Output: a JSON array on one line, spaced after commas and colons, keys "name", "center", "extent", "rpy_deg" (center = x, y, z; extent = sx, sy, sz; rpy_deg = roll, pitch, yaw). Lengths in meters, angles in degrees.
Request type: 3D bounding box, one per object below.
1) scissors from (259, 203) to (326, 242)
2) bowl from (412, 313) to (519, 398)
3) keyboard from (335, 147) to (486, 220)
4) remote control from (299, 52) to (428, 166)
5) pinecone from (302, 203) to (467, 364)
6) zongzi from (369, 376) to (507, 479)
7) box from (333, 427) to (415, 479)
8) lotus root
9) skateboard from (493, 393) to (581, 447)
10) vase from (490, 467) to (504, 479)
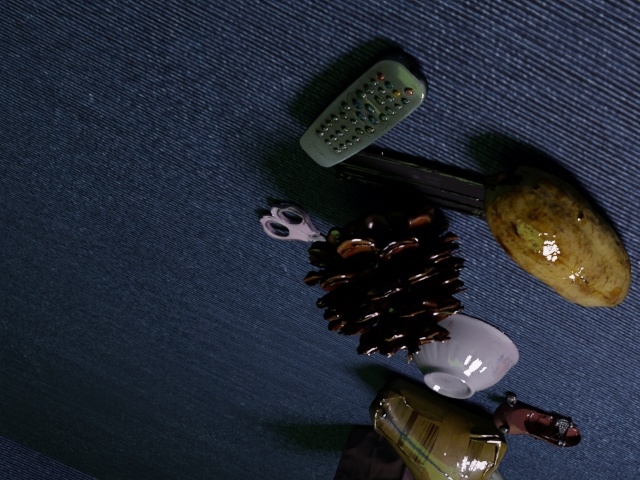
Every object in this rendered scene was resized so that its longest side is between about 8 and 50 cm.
[{"name": "scissors", "center": [0.000, 0.000, 1.509], "extent": [0.189, 0.015, 0.100], "rpy_deg": [28, 148, -12]}, {"name": "bowl", "center": [0.214, 0.197, 1.614], "extent": [0.189, 0.086, 0.189], "rpy_deg": [18, 150, 11]}, {"name": "keyboard", "center": [0.136, -0.073, 1.289], "extent": [0.250, 0.017, 0.087], "rpy_deg": [16, 152, 13]}, {"name": "remote control", "center": [0.046, -0.149, 1.190], "extent": [0.072, 0.042, 0.222], "rpy_deg": [43, 144, -10]}, {"name": "pinecone", "center": [0.094, 0.059, 1.330], "extent": [0.221, 0.221, 0.221], "rpy_deg": [17, 151, 10]}, {"name": "zongzi", "center": [0.177, 0.418, 1.845], "extent": [0.260, 0.123, 0.289], "rpy_deg": [24, 108, 2]}, {"name": "box", "center": [0.126, 0.522, 2.046], "extent": [0.188, 0.252, 0.153], "rpy_deg": [-5, 140, 42]}, {"name": "lotus root", "center": [0.292, 0.001, 1.213], "extent": [0.258, 0.097, 0.110], "rpy_deg": [36, 117, -28]}, {"name": "skateboard", "center": [0.373, 0.324, 1.748], "extent": [0.151, 0.067, 0.080], "rpy_deg": [20, 160, -2]}, {"name": "vase", "center": [0.241, 0.430, 1.955], "extent": [0.248, 0.128, 0.128], "rpy_deg": [42, 147, -13]}]
